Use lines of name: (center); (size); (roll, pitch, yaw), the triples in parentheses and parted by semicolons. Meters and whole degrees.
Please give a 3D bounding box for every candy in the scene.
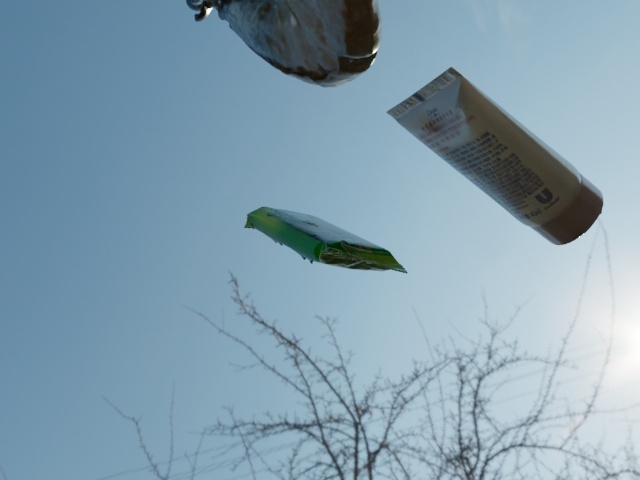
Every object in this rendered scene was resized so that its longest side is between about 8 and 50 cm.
candy: (0.000, -0.001, 0.651); (0.102, 0.178, 0.032); (6, -78, -34)

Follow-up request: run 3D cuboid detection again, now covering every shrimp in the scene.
shrimp: (-0.072, -0.295, 0.693); (0.110, 0.445, 0.221); (-33, -57, -14)

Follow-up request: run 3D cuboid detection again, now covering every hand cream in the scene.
hand cream: (0.197, -0.093, 0.691); (0.247, 0.133, 0.083); (35, -112, -16)
